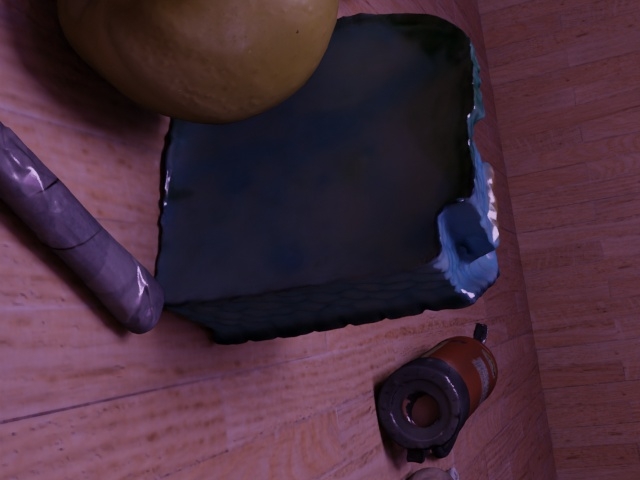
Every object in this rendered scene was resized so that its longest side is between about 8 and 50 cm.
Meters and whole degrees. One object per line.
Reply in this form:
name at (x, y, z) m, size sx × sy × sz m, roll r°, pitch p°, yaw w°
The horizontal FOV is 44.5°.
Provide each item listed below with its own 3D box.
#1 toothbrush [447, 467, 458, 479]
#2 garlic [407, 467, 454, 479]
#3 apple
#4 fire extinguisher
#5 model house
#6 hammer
toothbrush at (0.160, 0.422, 1.084) m, size 0.418 × 0.040 × 0.042 m, roll -32°, pitch 108°, yaw -67°
garlic at (0.149, 0.350, 1.074) m, size 0.152 × 0.066 × 0.084 m, roll -31°, pitch 136°, yaw -64°
apple at (-0.087, -0.175, 0.559) m, size 0.200 × 0.200 × 0.200 m, roll -10°, pitch 90°, yaw -69°
fire extinguisher at (0.178, 0.235, 1.170) m, size 0.200 × 0.113 × 0.376 m, roll -60°, pitch 162°, yaw 14°
model house at (0.036, -0.023, 0.675) m, size 0.241 × 0.261 × 0.226 m, roll 46°, pitch 40°, yaw -54°
hammer at (-0.198, -0.083, 0.421) m, size 0.427 × 0.044 × 0.152 m, roll 56°, pitch 32°, yaw -46°
